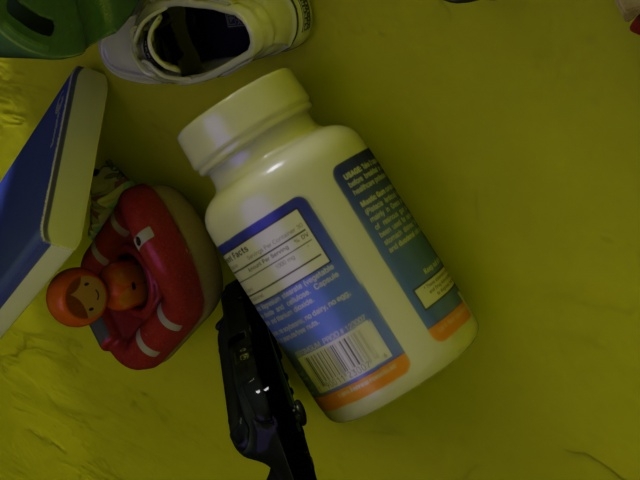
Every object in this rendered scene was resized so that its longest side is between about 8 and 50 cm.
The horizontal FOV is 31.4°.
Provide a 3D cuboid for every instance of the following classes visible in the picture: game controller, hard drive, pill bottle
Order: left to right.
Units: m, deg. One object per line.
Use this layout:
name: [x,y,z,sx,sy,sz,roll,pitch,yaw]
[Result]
hard drive: [-0.317,-0.015,1.212,0.040,0.210,0.319,19,145,-25]
game controller: [-0.040,0.145,1.014,0.166,0.067,0.319,63,-179,-18]
pill bottle: [0.000,0.000,0.946,0.152,0.152,0.272,-31,91,48]

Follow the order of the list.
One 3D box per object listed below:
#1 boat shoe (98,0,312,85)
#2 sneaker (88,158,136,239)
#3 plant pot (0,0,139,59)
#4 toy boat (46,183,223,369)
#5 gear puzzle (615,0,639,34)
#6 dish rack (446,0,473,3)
boat shoe: [-0.126,-0.182,0.999,0.258,0.084,0.095,-7,110,44]
sneaker: [-0.236,-0.050,1.220,0.069,0.038,0.098,51,128,8]
plant pot: [-0.338,-0.300,0.968,0.334,0.341,0.341,12,122,28]
toy boat: [-0.204,0.045,1.147,0.151,0.151,0.231,60,139,15]
gear puzzle: [0.290,-0.117,0.695,0.175,0.044,0.339,-20,103,45]
dish rack: [0.028,-0.293,0.804,0.272,0.074,0.208,27,129,31]
